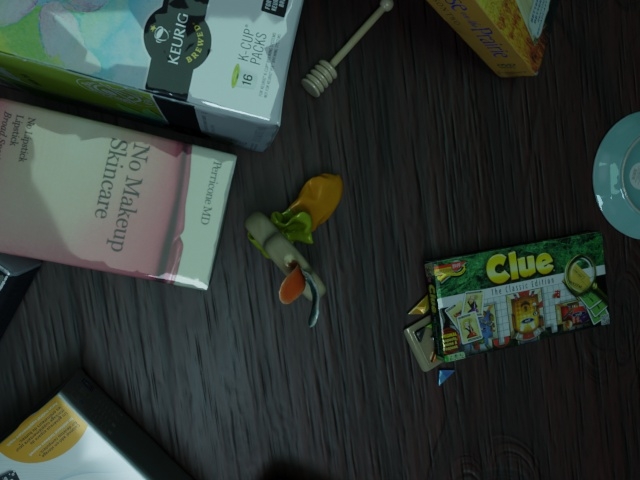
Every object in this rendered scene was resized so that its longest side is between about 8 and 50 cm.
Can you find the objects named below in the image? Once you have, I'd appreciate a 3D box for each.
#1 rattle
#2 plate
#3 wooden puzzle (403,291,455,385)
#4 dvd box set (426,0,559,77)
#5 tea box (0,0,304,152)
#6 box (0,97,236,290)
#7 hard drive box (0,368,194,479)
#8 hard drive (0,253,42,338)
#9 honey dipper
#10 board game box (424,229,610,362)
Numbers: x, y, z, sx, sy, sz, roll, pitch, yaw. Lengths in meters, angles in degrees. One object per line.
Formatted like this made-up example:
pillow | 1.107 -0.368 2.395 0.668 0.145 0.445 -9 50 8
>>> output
rattle | 0.000 0.000 0.586 0.143 0.200 0.130 -25 98 -9
plate | 0.479 -0.093 0.765 0.188 0.024 0.188 -1 94 -12
wooden puzzle | 0.155 0.131 0.718 0.079 0.014 0.116 -34 99 -7
dvd box set | 0.167 -0.396 0.547 0.420 0.062 0.307 17 89 -49
tea box | -0.168 -0.293 0.526 0.324 0.220 0.328 12 91 -9
box | -0.219 -0.044 0.578 0.232 0.127 0.148 12 90 -11
hard drive box | -0.270 0.297 0.606 0.181 0.089 0.232 -42 100 -6
hard drive | -0.462 0.035 0.571 0.255 0.054 0.172 28 87 -11
honey dipper | 0.039 -0.246 0.668 0.030 0.030 0.160 43 83 -10
board game box | 0.271 0.072 0.724 0.260 0.030 0.136 -10 93 -14
